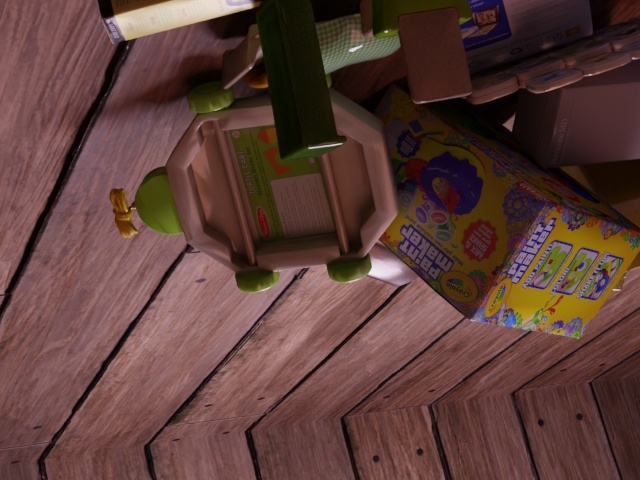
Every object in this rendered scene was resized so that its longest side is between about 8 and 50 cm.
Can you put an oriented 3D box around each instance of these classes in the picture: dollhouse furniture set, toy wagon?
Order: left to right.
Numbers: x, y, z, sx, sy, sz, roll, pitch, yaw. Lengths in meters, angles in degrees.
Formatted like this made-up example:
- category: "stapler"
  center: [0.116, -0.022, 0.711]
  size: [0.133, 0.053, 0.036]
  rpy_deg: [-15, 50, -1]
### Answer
- category: "toy wagon"
  center: [-0.084, -0.067, 1.634]
  size: [0.344, 0.068, 0.267]
  rpy_deg: [-7, 117, 12]
- category: "dollhouse furniture set"
  center: [0.024, -0.165, 1.412]
  size: [0.197, 0.151, 0.301]
  rpy_deg: [-12, 179, -16]

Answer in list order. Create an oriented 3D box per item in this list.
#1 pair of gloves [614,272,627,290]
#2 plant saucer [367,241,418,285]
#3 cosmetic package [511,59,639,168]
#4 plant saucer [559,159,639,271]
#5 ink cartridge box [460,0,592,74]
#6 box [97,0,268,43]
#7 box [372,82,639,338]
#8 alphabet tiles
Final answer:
- category: "pair of gloves"
  center: [0.342, 0.013, 1.947]
  size: [0.204, 0.240, 0.042]
  rpy_deg: [-4, 124, 17]
- category: "plant saucer"
  center: [0.000, 0.000, 1.841]
  size: [0.310, 0.050, 0.310]
  rpy_deg: [20, 179, 1]
- category: "cosmetic package"
  center: [0.383, -0.178, 1.775]
  size: [0.237, 0.107, 0.127]
  rpy_deg: [-10, 128, -21]
- category: "plant saucer"
  center: [0.490, -0.096, 1.933]
  size: [0.332, 0.333, 0.081]
  rpy_deg: [-16, 119, 2]
- category: "ink cartridge box"
  center: [0.192, -0.294, 1.455]
  size: [0.175, 0.069, 0.371]
  rpy_deg: [-18, 162, 9]
- category: "box"
  center: [-0.103, -0.265, 1.302]
  size: [0.232, 0.087, 0.058]
  rpy_deg: [-16, 162, -1]
- category: "box"
  center: [0.217, -0.033, 1.761]
  size: [0.279, 0.290, 0.177]
  rpy_deg: [11, 115, -51]
- category: "alphabet tiles"
  center: [0.300, -0.220, 1.586]
  size: [0.284, 0.021, 0.278]
  rpy_deg: [-20, -168, 0]
